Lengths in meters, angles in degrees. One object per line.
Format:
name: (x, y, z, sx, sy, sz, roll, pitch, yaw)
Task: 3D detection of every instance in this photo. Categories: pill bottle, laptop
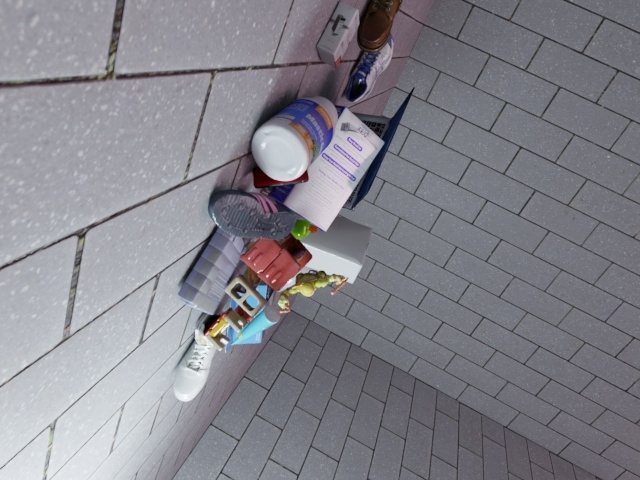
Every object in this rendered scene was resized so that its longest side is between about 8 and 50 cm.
pill bottle: (-0.051, -0.279, 1.167, 0.272, 0.152, 0.152, -56, 172, -47)
laptop: (0.103, -0.329, 1.577, 0.236, 0.408, 0.381, 39, 73, -57)

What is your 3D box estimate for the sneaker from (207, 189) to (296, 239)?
sneaker: (-0.195, -0.079, 1.157, 0.112, 0.131, 0.319, -55, 153, 8)

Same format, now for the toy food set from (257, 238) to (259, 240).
toy food set: (-0.201, -0.033, 1.669, 0.083, 0.020, 0.082, -64, 174, 16)

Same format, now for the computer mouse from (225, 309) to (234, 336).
computer mouse: (-0.339, 0.328, 1.890, 0.272, 0.072, 0.188, -55, 172, -54)

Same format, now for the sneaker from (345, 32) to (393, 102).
sneaker: (0.188, -0.659, 1.729, 0.131, 0.112, 0.296, -54, 170, -53)

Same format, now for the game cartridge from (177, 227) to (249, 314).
game cartridge: (-0.292, 0.096, 1.289, 0.230, 0.068, 0.355, -57, 174, -13)

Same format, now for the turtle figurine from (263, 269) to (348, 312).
turtle figurine: (-0.048, 0.139, 1.393, 0.270, 0.087, 0.217, -23, -177, 2)

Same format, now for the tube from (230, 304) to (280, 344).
tube: (-0.190, 0.252, 1.318, 0.080, 0.052, 0.207, -30, 173, -47)

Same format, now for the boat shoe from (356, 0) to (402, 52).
boat shoe: (0.195, -0.749, 1.464, 0.104, 0.111, 0.307, 96, 12, -65)

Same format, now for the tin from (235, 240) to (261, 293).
tin: (-0.236, 0.092, 1.529, 0.189, 0.106, 0.040, -60, -178, -14)

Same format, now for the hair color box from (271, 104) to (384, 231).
hair color box: (0.023, -0.221, 1.381, 0.338, 0.185, 0.110, -55, -145, 2)

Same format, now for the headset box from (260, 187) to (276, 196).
headset box: (-0.152, -0.171, 1.388, 0.083, 0.032, 0.062, -63, 174, 15)

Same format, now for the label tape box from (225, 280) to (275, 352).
label tape box: (-0.248, 0.249, 1.696, 0.333, 0.106, 0.240, -68, 167, -73)

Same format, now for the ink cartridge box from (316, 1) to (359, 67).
ink cartridge box: (0.049, -0.558, 1.225, 0.135, 0.056, 0.099, -62, 175, 3)

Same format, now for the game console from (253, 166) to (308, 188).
game console: (-0.104, -0.159, 1.217, 0.124, 0.144, 0.085, -100, -177, -47)

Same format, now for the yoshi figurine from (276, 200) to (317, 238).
yoshi figurine: (-0.080, -0.188, 1.532, 0.203, 0.204, 0.361, 40, -56, 55)

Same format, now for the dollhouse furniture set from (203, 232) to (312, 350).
dollhouse furniture set: (-0.212, 0.136, 1.392, 0.374, 0.152, 0.201, -46, 178, 11)

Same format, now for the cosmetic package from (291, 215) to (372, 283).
cosmetic package: (0.000, 0.000, 1.776, 0.155, 0.366, 0.196, 110, 2, -54)

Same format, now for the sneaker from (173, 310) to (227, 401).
sneaker: (-0.390, 0.353, 1.440, 0.169, 0.108, 0.292, 106, 3, -56)

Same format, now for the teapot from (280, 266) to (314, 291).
teapot: (-0.152, 0.102, 1.995, 0.253, 0.187, 0.256, -32, -178, -19)
